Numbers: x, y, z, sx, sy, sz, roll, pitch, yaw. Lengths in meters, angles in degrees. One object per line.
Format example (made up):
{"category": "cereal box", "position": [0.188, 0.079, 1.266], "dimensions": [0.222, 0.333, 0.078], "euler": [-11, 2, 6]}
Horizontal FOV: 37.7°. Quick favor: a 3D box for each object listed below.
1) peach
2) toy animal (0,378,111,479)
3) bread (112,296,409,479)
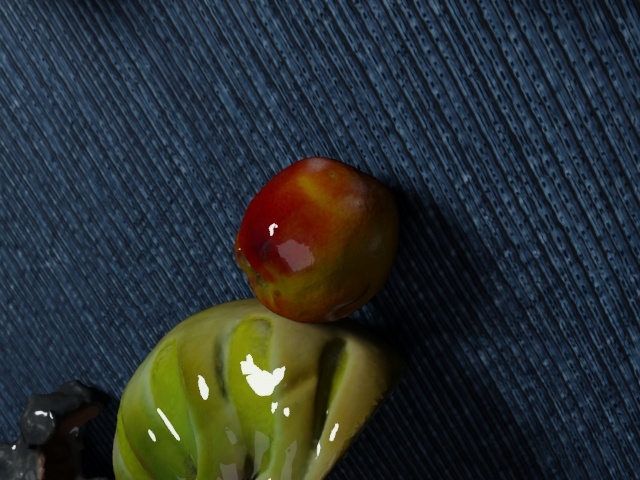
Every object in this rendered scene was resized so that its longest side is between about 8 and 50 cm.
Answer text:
{"category": "peach", "position": [0.001, 0.000, 0.584], "dimensions": [0.101, 0.101, 0.100], "euler": [12, 121, 21]}
{"category": "toy animal", "position": [-0.299, 0.248, 0.868], "dimensions": [0.343, 0.106, 0.168], "euler": [-26, 95, 29]}
{"category": "bread", "position": [-0.071, 0.134, 0.655], "dimensions": [0.156, 0.158, 0.260], "euler": [39, 125, 8]}
